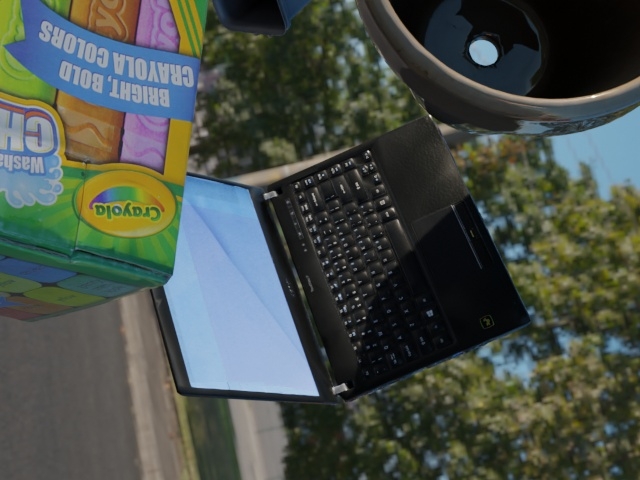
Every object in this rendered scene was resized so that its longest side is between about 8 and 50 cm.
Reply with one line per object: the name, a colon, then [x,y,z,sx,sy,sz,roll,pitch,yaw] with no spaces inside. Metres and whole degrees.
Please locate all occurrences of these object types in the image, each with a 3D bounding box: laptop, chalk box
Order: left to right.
chalk box: [-0.190,-0.056,0.621,0.180,0.179,0.289,-13,-114,49]
laptop: [0.000,0.000,0.905,0.136,0.264,0.234,59,9,-58]

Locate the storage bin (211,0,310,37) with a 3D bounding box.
storage bin: [-0.073,-0.342,1.532,0.135,0.091,0.098,15,-44,42]

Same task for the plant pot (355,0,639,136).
plant pot: [0.143,-0.185,0.851,0.229,0.263,0.263,108,-31,-78]
